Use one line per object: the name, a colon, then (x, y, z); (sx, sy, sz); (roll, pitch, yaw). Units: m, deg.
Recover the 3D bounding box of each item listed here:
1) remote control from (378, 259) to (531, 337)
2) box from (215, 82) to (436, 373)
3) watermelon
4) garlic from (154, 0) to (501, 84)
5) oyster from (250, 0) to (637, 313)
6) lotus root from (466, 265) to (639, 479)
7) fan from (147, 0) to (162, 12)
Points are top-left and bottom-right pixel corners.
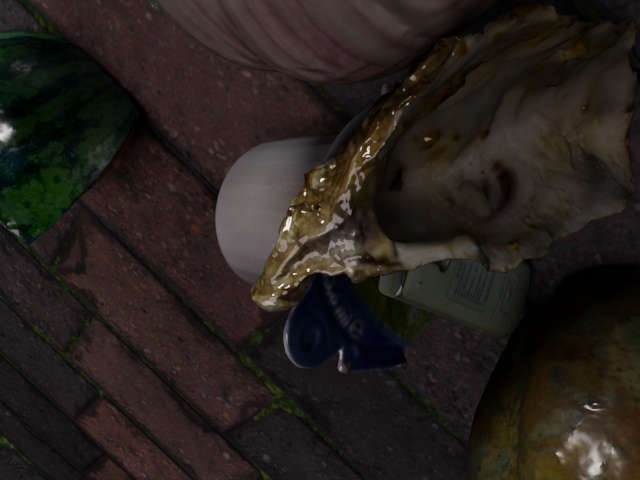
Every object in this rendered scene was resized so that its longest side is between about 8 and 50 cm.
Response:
remote control: (0.150, 0.037, 0.565); (0.038, 0.098, 0.233); (13, 173, 46)
box: (0.000, 0.000, 0.586); (0.206, 0.291, 0.262); (9, 139, 46)
watermelon: (-0.406, -0.195, 0.775); (0.222, 0.319, 0.292); (-39, 106, 6)
garlic: (0.029, -0.249, 0.378); (0.259, 0.318, 0.317); (32, 137, -31)
oyster: (0.124, -0.082, 0.423); (0.111, 0.395, 0.205); (44, 145, 50)
lotus root: (0.275, 0.196, 0.520); (0.250, 0.346, 0.251); (19, 127, 26)
fan: (-0.273, -0.364, 0.669); (0.220, 0.009, 0.132); (46, 131, -4)
